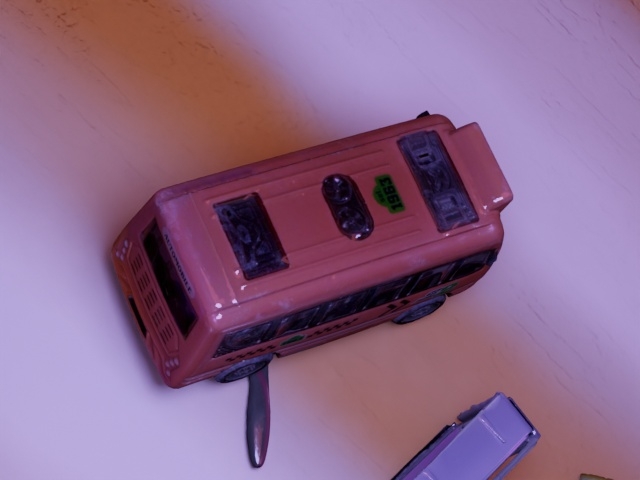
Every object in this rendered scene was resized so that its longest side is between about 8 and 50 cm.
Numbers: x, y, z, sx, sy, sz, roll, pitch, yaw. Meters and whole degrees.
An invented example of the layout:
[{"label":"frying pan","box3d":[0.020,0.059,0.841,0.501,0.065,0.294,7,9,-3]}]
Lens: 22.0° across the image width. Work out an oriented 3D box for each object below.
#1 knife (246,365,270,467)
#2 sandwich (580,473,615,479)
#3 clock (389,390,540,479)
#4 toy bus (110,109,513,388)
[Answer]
[{"label":"knife","box3d":[-0.076,0.142,1.905,0.035,0.018,0.247,5,66,-17]},{"label":"sandwich","box3d":[0.408,0.380,1.971,0.258,0.096,0.094,42,56,-6]},{"label":"clock","box3d":[0.145,0.267,1.873,0.193,0.144,0.073,-40,89,-28]},{"label":"toy bus","box3d":[0.000,0.000,1.855,0.427,0.233,0.203,-17,74,-27]}]
